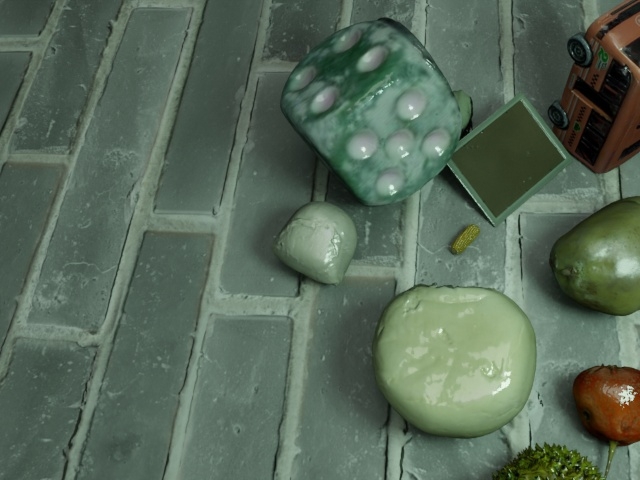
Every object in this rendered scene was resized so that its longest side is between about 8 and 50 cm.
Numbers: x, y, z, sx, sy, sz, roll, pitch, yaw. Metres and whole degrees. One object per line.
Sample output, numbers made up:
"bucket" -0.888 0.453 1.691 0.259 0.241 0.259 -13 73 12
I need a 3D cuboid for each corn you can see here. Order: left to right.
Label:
"corn" 0.361 -0.003 1.689 0.037 0.037 0.092 36 71 24

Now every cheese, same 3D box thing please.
"cheese" 0.000 0.000 1.671 0.198 0.154 0.189 28 86 17

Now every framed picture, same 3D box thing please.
"framed picture" 0.481 -0.210 1.743 0.296 0.019 0.232 -38 93 -13

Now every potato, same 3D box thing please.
"potato" 0.682 0.037 1.515 0.326 0.221 0.243 -32 72 -21

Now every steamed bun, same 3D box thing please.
"steamed bun" 0.282 0.266 1.441 0.334 0.233 0.312 8 64 22

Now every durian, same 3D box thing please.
"durian" 0.424 0.522 1.270 0.291 0.224 0.291 -24 44 26

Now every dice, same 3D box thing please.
"dice" 0.128 -0.315 1.673 0.348 0.330 0.328 -41 41 4

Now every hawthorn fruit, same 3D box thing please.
"hawthorn fruit" 0.598 0.396 1.381 0.165 0.165 0.285 5 75 11

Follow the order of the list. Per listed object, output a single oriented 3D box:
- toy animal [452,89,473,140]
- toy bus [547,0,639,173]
"toy animal" 0.356 -0.298 1.806 0.094 0.121 0.225 13 65 15
"toy bus" 0.713 -0.361 1.617 0.203 0.427 0.233 -32 65 -10
